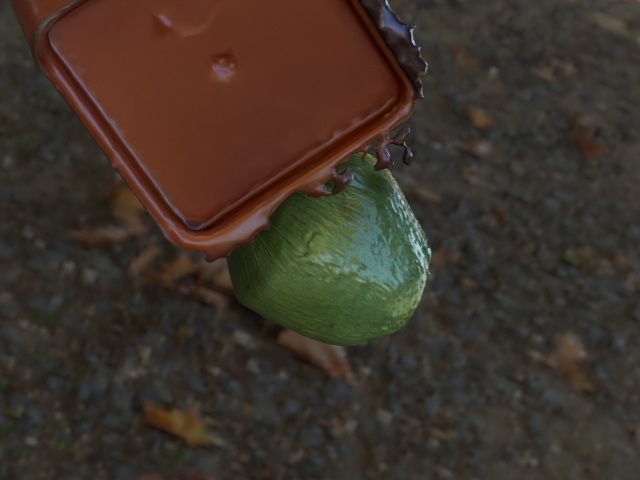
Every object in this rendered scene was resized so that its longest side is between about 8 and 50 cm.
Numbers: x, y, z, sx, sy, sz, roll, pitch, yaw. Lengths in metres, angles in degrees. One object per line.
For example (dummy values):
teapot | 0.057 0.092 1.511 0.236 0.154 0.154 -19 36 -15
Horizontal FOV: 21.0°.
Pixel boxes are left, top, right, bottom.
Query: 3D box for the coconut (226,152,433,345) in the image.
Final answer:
coconut | 0.000 0.000 0.724 0.096 0.088 0.088 30 20 -13

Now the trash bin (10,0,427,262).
trash bin | -0.047 -0.095 0.732 0.184 0.161 0.239 55 4 -27
